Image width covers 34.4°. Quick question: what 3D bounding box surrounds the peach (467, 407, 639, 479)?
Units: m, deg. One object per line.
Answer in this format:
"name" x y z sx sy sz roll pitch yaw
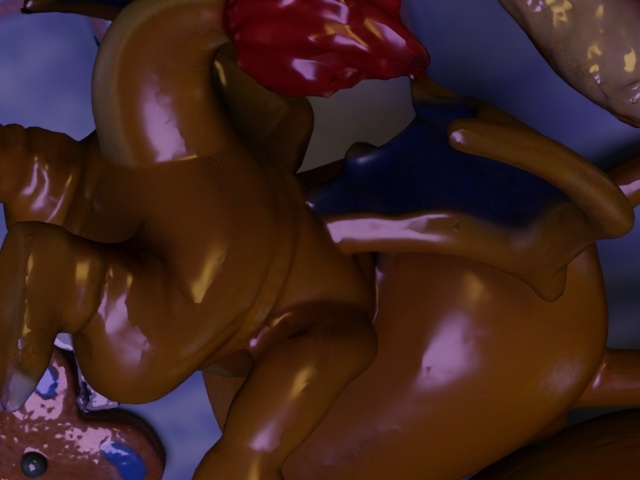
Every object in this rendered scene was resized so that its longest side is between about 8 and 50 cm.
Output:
"peach" 0.174 0.243 0.662 0.242 0.306 0.380 35 133 -1

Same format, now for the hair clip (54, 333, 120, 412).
"hair clip" -0.179 0.046 0.775 0.116 0.049 0.172 -9 115 11

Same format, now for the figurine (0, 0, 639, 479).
"figurine" 0.017 0.017 0.545 0.387 0.401 0.268 18 88 -37

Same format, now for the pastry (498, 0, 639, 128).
"pastry" 0.196 -0.167 0.490 0.237 0.170 0.256 12 92 23

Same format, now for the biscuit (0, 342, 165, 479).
"biscuit" -0.283 0.229 0.871 0.324 0.049 0.205 -39 107 18
